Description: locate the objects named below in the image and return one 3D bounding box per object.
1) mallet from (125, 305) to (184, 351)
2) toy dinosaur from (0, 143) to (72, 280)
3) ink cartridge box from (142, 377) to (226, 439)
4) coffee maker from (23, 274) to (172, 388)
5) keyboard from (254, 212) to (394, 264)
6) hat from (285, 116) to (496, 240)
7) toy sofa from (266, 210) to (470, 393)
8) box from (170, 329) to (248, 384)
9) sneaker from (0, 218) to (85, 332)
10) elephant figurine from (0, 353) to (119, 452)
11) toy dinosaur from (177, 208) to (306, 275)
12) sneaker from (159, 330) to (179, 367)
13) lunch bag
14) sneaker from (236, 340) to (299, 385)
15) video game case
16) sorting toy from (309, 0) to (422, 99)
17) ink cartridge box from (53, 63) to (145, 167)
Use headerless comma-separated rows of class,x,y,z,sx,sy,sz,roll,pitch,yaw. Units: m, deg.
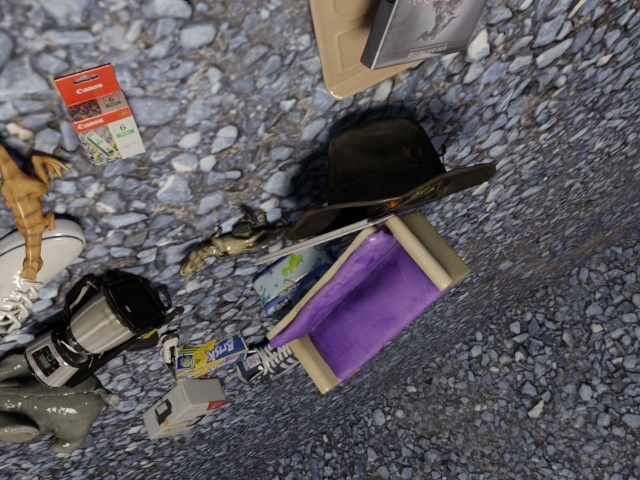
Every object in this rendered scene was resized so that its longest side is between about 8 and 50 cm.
mallet,-0.301,0.157,1.020,0.062,0.039,0.189,-9,161,-37
toy dinosaur,-0.320,-0.060,0.606,0.064,0.112,0.212,-10,115,4
ink cartridge box,-0.347,0.428,1.456,0.175,0.072,0.127,-42,152,22
coffee maker,-0.346,0.147,0.909,0.178,0.120,0.171,-34,155,11
keyboard,0.000,0.000,0.920,0.255,0.014,0.072,-19,176,39
hat,0.091,-0.107,0.853,0.331,0.134,0.331,-16,177,-1
toy sofa,0.075,0.122,1.022,0.177,0.150,0.362,-17,153,-53
box,-0.250,0.261,1.280,0.168,0.054,0.059,-17,151,-25
sneaker,-0.406,0.071,0.743,0.258,0.091,0.094,-34,153,10
elephant figurine,-0.500,0.270,0.941,0.239,0.169,0.186,22,103,-43
toy dinosaur,-0.108,-0.005,0.948,0.268,0.064,0.118,-11,163,-38
sneaker,-0.306,0.224,1.171,0.040,0.044,0.109,-14,148,-25
lunch bag,-0.026,0.095,1.177,0.176,0.090,0.219,-35,155,5
sneaker,-0.107,0.265,1.382,0.153,0.099,0.282,-8,150,-40
video game case,0.152,-0.319,0.596,0.196,0.026,0.274,-26,147,-41
sorting toy,0.077,-0.283,0.673,0.192,0.038,0.208,-27,149,-5
ink cartridge box,-0.238,-0.133,0.622,0.062,0.029,0.115,-22,153,-14
